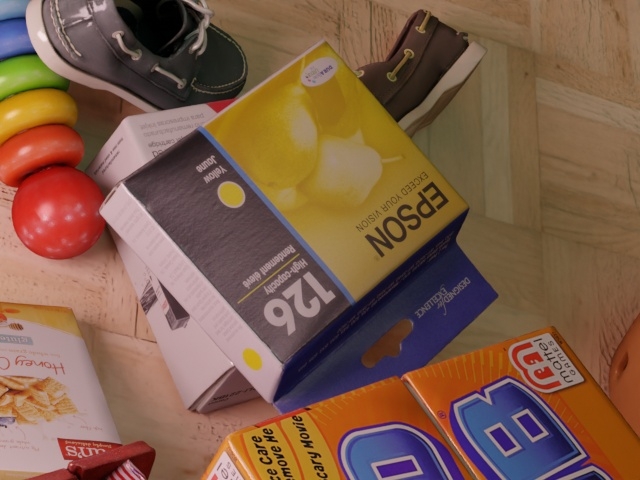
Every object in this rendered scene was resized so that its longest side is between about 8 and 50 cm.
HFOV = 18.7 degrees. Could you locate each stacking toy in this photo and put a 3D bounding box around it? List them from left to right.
[{"bbox_3d":[-0.288,-0.138,1.855,0.141,0.141,0.330,-11,72,-34],"label":"stacking toy"}]

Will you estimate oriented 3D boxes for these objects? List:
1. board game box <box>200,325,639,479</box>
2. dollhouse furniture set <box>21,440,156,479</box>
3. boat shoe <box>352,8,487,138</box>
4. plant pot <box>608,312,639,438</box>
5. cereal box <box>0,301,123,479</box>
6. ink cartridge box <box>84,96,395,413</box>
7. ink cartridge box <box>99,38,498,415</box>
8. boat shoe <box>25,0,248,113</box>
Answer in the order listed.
[{"bbox_3d":[0.092,0.347,1.574,0.356,0.356,0.356,-15,58,-39],"label":"board game box"},{"bbox_3d":[-0.173,0.362,1.485,0.152,0.374,0.201,-16,47,-40],"label":"dollhouse furniture set"},{"bbox_3d":[0.066,-0.143,2.067,0.097,0.116,0.324,40,46,3],"label":"boat shoe"},{"bbox_3d":[0.442,0.137,2.050,0.291,0.203,0.291,14,57,-21],"label":"plant pot"},{"bbox_3d":[-0.273,0.138,1.682,0.173,0.047,0.240,6,32,-28],"label":"cereal box"},{"bbox_3d":[-0.079,0.008,1.890,0.197,0.114,0.273,-13,71,-35],"label":"ink cartridge box"},{"bbox_3d":[0.000,0.000,1.823,0.307,0.072,0.303,47,50,4],"label":"ink cartridge box"},{"bbox_3d":[-0.152,-0.193,1.912,0.319,0.099,0.116,10,61,-57],"label":"boat shoe"}]
